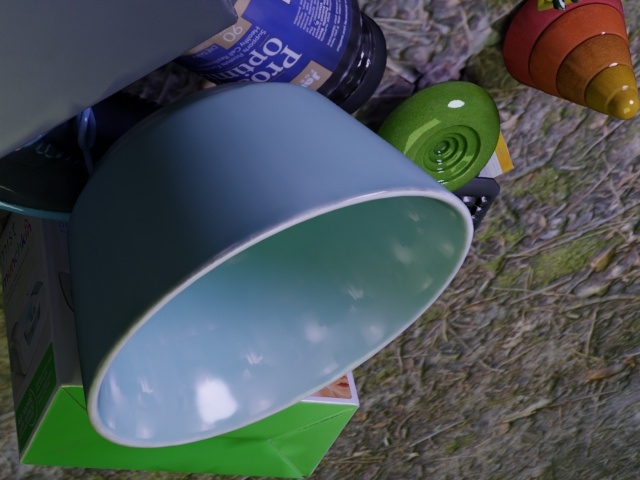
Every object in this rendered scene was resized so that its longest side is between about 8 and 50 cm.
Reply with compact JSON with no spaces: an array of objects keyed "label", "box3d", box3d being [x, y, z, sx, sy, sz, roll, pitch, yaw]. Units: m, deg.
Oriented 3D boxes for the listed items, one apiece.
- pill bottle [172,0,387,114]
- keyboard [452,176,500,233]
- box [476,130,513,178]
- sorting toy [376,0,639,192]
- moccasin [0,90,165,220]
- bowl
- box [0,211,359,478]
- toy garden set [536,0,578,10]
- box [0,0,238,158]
[{"label":"pill bottle","box3d":[-0.046,-0.169,1.320,0.123,0.123,0.219,-37,146,21]},{"label":"keyboard","box3d":[0.000,0.000,1.668,0.317,0.033,0.201,1,146,-25]},{"label":"box","box3d":[0.114,-0.069,1.675,0.136,0.028,0.081,-23,149,4]},{"label":"sorting toy","box3d":[0.145,-0.072,1.545,0.365,0.126,0.127,-39,138,7]},{"label":"moccasin","box3d":[-0.232,-0.094,1.296,0.342,0.138,0.117,4,135,-39]},{"label":"bowl","box3d":[-0.061,0.001,1.281,0.311,0.163,0.311,-25,155,-13]},{"label":"box","box3d":[-0.127,0.071,1.483,0.262,0.231,0.127,7,140,-24]},{"label":"toy garden set","box3d":[0.267,-0.256,1.400,0.203,0.049,0.244,-14,165,-3]},{"label":"box","box3d":[-0.213,-0.141,1.123,0.261,0.184,0.103,-32,124,-13]}]
